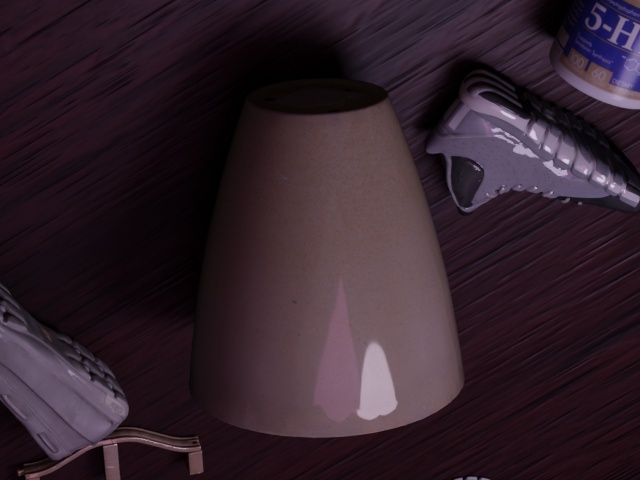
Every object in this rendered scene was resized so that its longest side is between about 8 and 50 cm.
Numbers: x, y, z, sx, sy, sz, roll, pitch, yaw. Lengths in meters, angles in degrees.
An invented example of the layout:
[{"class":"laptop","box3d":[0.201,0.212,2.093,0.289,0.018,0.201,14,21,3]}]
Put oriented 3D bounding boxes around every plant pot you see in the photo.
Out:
[{"class":"plant pot","box3d":[0.000,0.000,1.685,0.256,0.256,0.274,-7,109,-12]}]

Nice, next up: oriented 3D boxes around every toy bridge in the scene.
[{"class":"toy bridge","box3d":[-0.215,0.222,1.894,0.188,0.026,0.063,-8,124,-11]}]

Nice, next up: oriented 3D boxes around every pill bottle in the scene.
[{"class":"pill bottle","box3d":[0.290,-0.222,1.667,0.112,0.112,0.186,9,122,-22]}]

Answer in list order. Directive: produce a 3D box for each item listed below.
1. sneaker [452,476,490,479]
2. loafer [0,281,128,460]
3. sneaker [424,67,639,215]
[{"class":"sneaker","box3d":[0.200,0.311,2.049,0.191,0.083,0.071,1,126,-16]},{"class":"loafer","box3d":[-0.310,0.107,1.729,0.111,0.112,0.319,-42,127,5]},{"class":"sneaker","box3d":[0.196,-0.063,1.783,0.229,0.086,0.132,30,117,-21]}]
